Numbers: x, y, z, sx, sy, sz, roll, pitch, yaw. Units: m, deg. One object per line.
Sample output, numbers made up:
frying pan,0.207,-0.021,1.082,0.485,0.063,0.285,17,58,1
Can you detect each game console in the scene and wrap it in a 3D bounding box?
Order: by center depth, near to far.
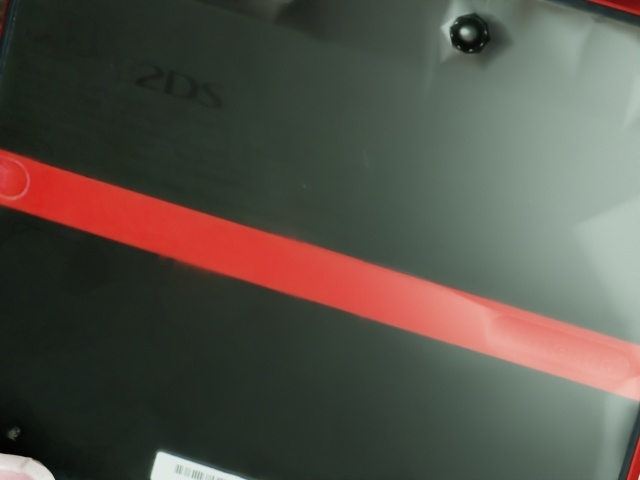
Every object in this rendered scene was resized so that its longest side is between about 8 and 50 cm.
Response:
game console,0.000,0.000,0.997,0.386,0.060,0.342,17,107,7

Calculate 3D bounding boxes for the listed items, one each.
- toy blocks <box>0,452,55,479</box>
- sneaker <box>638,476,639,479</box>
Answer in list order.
toy blocks,-0.166,0.235,0.924,0.309,0.260,0.288,9,54,5
sneaker,0.151,0.107,1.093,0.083,0.032,0.037,36,74,-1
